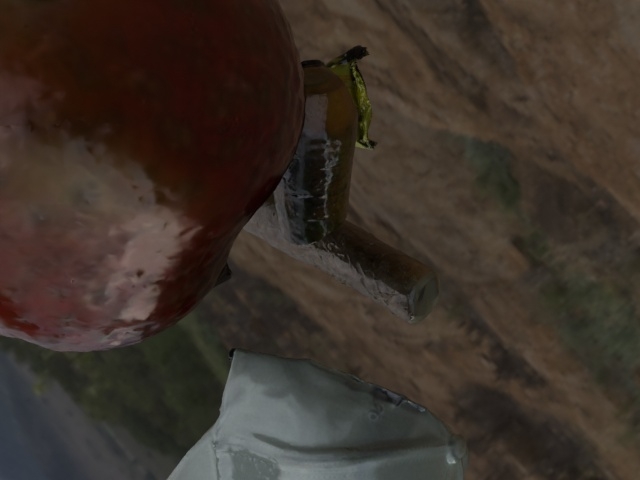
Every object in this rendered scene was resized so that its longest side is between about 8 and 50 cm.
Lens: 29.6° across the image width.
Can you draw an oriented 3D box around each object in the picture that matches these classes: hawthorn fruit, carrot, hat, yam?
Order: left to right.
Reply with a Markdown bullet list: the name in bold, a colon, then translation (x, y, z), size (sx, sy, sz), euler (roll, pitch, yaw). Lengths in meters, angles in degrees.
- **hawthorn fruit**: translation (-0.235, -0.107, 0.930), size (0.403, 0.403, 0.402), euler (44, 161, 20)
- **hat**: translation (-0.016, 0.252, 1.044), size (0.168, 0.301, 0.258), euler (34, 175, 44)
- **carrot**: translation (-0.006, -0.077, 1.100), size (0.082, 0.082, 0.173), euler (37, 145, 37)
- **yam**: translation (0.000, 0.000, 1.207), size (0.300, 0.066, 0.066), euler (30, 153, 39)

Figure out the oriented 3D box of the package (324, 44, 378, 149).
- **package**: translation (-0.022, -0.193, 1.826), size (0.090, 0.226, 0.168), euler (20, -119, -71)
